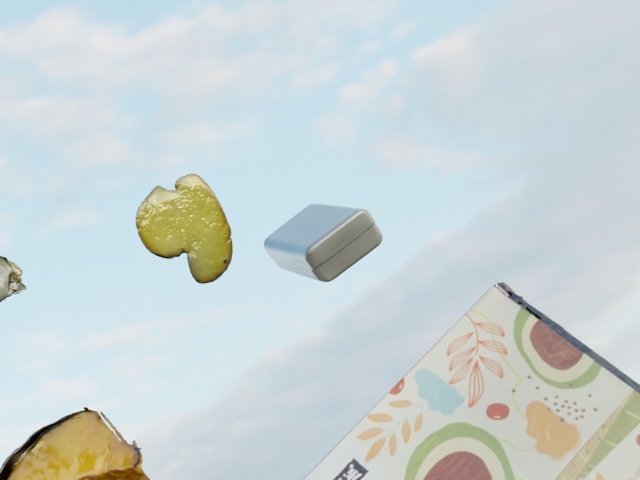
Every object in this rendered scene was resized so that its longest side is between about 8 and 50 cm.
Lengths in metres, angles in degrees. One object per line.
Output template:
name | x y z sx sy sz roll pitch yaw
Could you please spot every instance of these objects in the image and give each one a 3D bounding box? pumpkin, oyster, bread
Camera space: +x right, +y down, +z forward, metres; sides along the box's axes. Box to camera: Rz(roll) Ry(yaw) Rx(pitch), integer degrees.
pumpkin | -0.360 0.427 2.172 0.256 0.303 0.225 7 -35 27
oyster | -0.478 0.055 1.958 0.165 0.108 0.053 13 -35 -14
bread | -0.232 -0.011 2.473 0.149 0.188 0.065 -24 2 -14

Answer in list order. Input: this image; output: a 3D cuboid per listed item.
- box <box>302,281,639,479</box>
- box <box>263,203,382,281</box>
box | 0.217 0.295 1.734 0.385 0.344 0.122 -45 -35 -10
box | 0.000 0.000 1.889 0.103 0.055 0.243 -37 12 -10
